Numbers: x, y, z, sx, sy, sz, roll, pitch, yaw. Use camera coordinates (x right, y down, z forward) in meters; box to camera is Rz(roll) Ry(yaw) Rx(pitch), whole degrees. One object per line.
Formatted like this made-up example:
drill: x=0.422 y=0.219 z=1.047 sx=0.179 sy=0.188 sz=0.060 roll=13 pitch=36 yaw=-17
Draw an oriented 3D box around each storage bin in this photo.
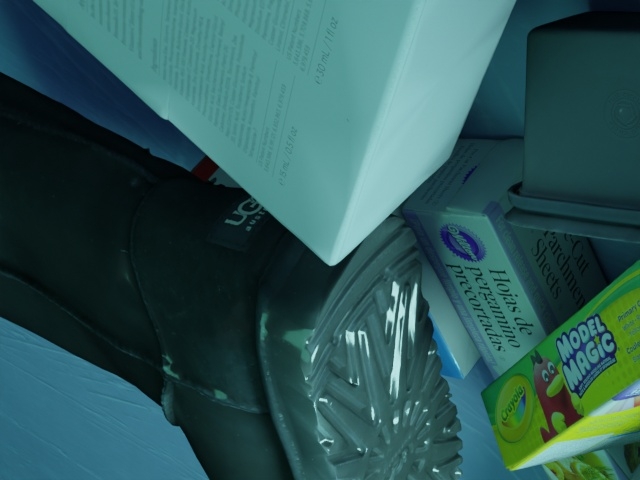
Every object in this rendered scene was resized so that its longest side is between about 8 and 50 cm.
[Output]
storage bin: x=0.156 y=-0.055 z=0.605 sx=0.135 sy=0.098 sz=0.091 roll=11 pitch=114 yaw=42

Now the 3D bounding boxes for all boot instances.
boot: x=-0.137 y=0.062 z=0.875 sx=0.445 sy=0.146 sz=0.367 roll=19 pitch=135 yaw=29

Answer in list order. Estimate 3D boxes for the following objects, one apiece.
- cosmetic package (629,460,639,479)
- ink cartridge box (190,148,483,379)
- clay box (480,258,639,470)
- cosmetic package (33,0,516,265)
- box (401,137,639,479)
cosmetic package: x=0.310 y=0.195 z=0.725 sx=0.224 sy=0.138 sz=0.224 roll=46 pitch=152 yaw=-15
ink cartridge box: x=0.000 y=0.000 z=0.868 sx=0.231 sy=0.078 sz=0.134 roll=8 pitch=138 yaw=45
clay box: x=0.183 y=0.048 z=0.664 sx=0.222 sy=0.127 sz=0.053 roll=124 pitch=133 yaw=-58
cosmetic package: x=-0.040 y=-0.195 z=0.497 sx=0.284 sy=0.097 sz=0.377 roll=40 pitch=151 yaw=13
box: x=0.151 y=0.080 z=0.820 sx=0.063 sy=0.067 sz=0.324 roll=7 pitch=137 yaw=44
